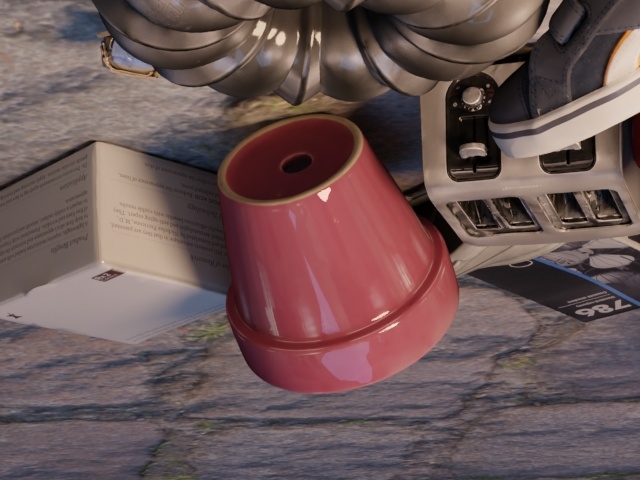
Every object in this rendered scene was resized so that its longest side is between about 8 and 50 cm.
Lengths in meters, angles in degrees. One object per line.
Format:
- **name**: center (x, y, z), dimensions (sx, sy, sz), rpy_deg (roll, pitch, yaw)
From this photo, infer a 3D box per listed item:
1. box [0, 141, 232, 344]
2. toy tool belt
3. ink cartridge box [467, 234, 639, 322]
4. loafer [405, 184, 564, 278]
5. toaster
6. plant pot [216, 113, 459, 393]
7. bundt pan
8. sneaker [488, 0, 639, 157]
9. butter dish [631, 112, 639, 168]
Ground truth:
- **box**: center (-0.187, 0.008, 1.751), dimensions (0.182, 0.119, 0.181), rpy_deg (15, 154, -41)
- **toy tool belt**: center (-0.124, -0.148, 1.425), dimensions (0.083, 0.052, 0.051), rpy_deg (-2, 169, -4)
- **ink cartridge box**: center (0.282, 0.018, 1.934), dimensions (0.165, 0.065, 0.333), rpy_deg (-19, 156, 36)
- **loafer**: center (0.088, -0.001, 1.800), dimensions (0.319, 0.112, 0.111), rpy_deg (-27, 146, 33)
- **toaster**: center (0.179, -0.071, 1.581), dimensions (0.168, 0.110, 0.185), rpy_deg (-3, 161, 17)
- **plant pot**: center (0.000, 0.000, 1.632), dimensions (0.201, 0.201, 0.180), rpy_deg (-9, 125, 17)
- **bundt pan**: center (0.001, -0.173, 1.214), dimensions (0.331, 0.124, 0.331), rpy_deg (-1, 167, 0)
- **sneaker**: center (0.222, -0.167, 1.217), dimensions (0.321, 0.127, 0.126), rpy_deg (-27, -165, 33)
- **butter dish**: center (0.304, -0.101, 1.520), dimensions (0.160, 0.160, 0.118), rpy_deg (9, 180, -29)
